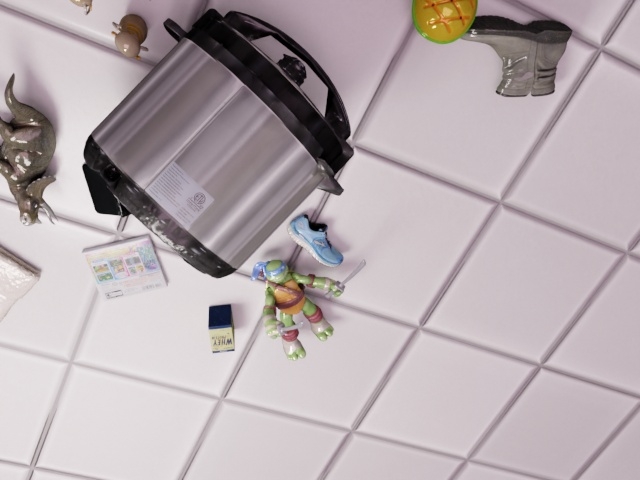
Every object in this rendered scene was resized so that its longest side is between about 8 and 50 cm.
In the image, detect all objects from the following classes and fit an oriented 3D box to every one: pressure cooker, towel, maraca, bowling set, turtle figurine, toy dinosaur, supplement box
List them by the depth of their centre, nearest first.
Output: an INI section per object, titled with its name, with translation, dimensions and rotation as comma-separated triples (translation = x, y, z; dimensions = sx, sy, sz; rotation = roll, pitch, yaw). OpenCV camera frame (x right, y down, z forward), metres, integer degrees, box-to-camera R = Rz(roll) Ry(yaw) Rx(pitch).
[bowling set]
translation = -0.365, -0.485, 1.188
dimensions = 0.200, 0.154, 0.287
rotation = -42, 118, 17
[pressure cooker]
translation = -0.161, -0.184, 1.255
dimensions = 0.420, 0.375, 0.370
rotation = -47, 143, -1
[maraca]
translation = 0.247, -0.472, 1.324
dimensions = 0.127, 0.099, 0.186
rotation = 19, 94, -11
[toy dinosaur]
translation = -0.598, -0.190, 1.375
dimensions = 0.160, 0.121, 0.314
rotation = 5, 116, -25
[towel]
translation = -0.790, 0.062, 1.520
dimensions = 0.187, 0.049, 0.282
rotation = -42, 118, 17
[turtle figurine]
translation = -0.033, 0.175, 1.595
dimensions = 0.274, 0.198, 0.266
rotation = 8, 140, 22
[supplement box]
translation = -0.241, 0.215, 1.672
dimensions = 0.056, 0.083, 0.083
rotation = -5, 123, -4

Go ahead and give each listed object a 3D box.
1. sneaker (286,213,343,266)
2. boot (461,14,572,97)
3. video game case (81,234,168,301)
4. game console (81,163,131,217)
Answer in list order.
[sneaker]
translation = 0.000, 0.000, 1.592
dimensions = 0.162, 0.063, 0.073
rotation = 39, 106, -27
[boot]
translation = 0.389, -0.369, 1.418
dimensions = 0.246, 0.083, 0.161
rotation = 2, 126, -8
[video game case]
translation = -0.451, 0.066, 1.590
dimensions = 0.157, 0.019, 0.143
rotation = -13, 122, 0
[game console]
translation = -0.439, -0.119, 1.484
dimensions = 0.107, 0.071, 0.122
rotation = -26, 127, -28
